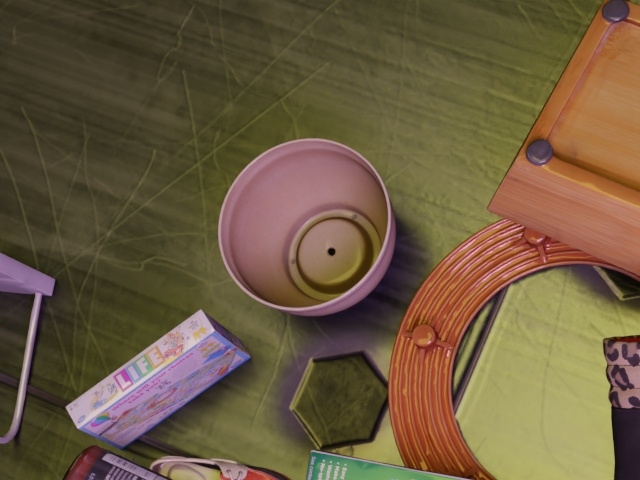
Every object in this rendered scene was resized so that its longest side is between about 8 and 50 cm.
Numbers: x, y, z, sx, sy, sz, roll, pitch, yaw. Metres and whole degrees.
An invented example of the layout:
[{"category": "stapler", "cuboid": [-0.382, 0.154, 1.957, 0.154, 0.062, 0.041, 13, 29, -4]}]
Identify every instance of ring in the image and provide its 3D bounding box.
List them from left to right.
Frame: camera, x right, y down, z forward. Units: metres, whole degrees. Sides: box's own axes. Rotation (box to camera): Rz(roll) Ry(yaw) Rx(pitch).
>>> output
[{"category": "ring", "cuboid": [0.220, 0.123, 1.583, 0.336, 0.032, 0.336, -5, 71, 15]}]

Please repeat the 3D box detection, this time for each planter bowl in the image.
[{"category": "planter bowl", "cuboid": [0.000, 0.000, 1.648, 0.162, 0.109, 0.162, -5, 71, 16]}]

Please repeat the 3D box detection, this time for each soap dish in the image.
[{"category": "soap dish", "cuboid": [0.320, -0.076, 1.550, 0.291, 0.118, 0.229, 24, 70, 21]}]

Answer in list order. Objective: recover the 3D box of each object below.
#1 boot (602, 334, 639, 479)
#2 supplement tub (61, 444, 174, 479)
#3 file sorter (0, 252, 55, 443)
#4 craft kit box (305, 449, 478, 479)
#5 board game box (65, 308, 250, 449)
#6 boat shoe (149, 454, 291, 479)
[{"category": "boot", "cuboid": [0.395, 0.209, 1.410, 0.377, 0.138, 0.284, -3, 88, 21]}, {"category": "supplement tub", "cuboid": [-0.141, 0.267, 1.597, 0.198, 0.106, 0.106, 24, 81, 6]}, {"category": "file sorter", "cuboid": [-0.433, 0.086, 1.712, 0.277, 0.193, 0.173, 5, 78, 19]}, {"category": "craft kit box", "cuboid": [0.089, 0.322, 1.531, 0.246, 0.061, 0.250, 8, 83, 17]}, {"category": "board game box", "cuboid": [-0.148, 0.131, 1.655, 0.154, 0.103, 0.026, -35, 66, 3]}, {"category": "boat shoe", "cuboid": [-0.090, 0.223, 1.640, 0.137, 0.043, 0.049, 9, 74, 18]}]
